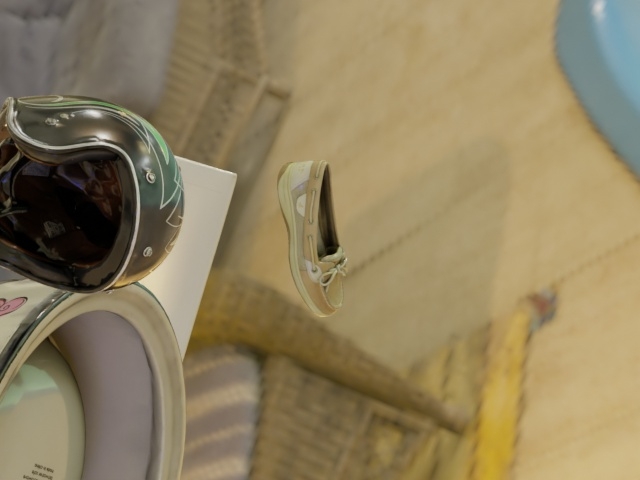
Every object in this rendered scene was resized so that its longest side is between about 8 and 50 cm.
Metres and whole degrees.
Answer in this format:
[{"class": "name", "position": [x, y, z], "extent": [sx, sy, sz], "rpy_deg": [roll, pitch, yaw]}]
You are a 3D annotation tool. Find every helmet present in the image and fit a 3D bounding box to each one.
[{"class": "helmet", "position": [-0.191, -0.037, 1.534], "extent": [0.169, 0.161, 0.169], "rpy_deg": [-165, 90, -75]}]

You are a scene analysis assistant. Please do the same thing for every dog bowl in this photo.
[{"class": "dog bowl", "position": [-0.287, 0.220, 1.769], "extent": [0.150, 0.408, 0.408], "rpy_deg": [11, 73, 23]}]

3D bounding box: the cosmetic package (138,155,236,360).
[{"class": "cosmetic package", "position": [-0.244, 0.070, 2.305], "extent": [0.155, 0.197, 0.366], "rpy_deg": [152, 133, -83]}]

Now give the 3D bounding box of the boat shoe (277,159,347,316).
[{"class": "boat shoe", "position": [0.001, -0.001, 1.778], "extent": [0.048, 0.056, 0.153], "rpy_deg": [-4, 103, 31]}]
